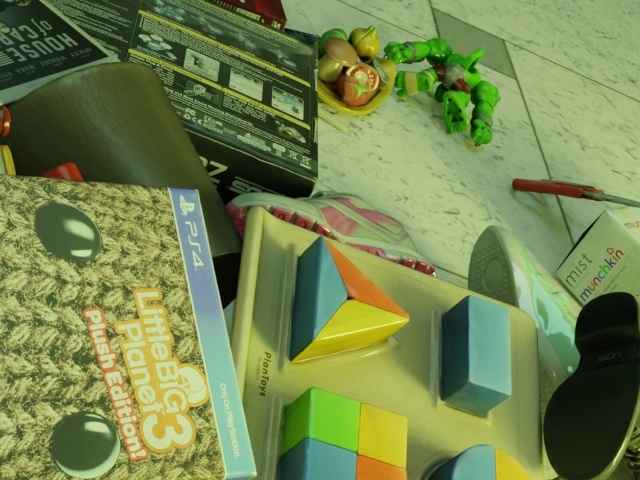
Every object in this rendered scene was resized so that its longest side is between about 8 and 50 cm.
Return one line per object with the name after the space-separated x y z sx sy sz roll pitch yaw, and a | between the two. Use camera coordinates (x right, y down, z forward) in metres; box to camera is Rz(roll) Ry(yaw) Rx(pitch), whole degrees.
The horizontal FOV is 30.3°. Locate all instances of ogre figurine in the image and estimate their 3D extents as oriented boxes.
0.193 -0.231 1.746 0.197 0.097 0.118 30 41 19 | ogre figurine

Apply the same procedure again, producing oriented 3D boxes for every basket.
-0.175 -0.030 1.099 0.204 0.154 0.227 -26 65 -29 | basket

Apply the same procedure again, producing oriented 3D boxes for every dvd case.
-0.337 -0.212 1.165 0.239 0.029 0.179 38 35 14 | dvd case

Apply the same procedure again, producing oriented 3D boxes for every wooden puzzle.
0.078 0.146 1.024 0.348 0.080 0.322 24 50 -24 | wooden puzzle

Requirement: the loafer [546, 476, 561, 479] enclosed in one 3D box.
0.251 0.294 1.089 0.062 0.061 0.170 -11 52 -50 | loafer

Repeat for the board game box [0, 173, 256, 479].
-0.221 0.085 0.834 0.291 0.141 0.232 2 64 -38 | board game box

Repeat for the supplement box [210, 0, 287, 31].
-0.173 -0.338 1.603 0.239 0.073 0.130 16 34 -25 | supplement box

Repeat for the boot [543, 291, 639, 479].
0.320 0.202 1.182 0.229 0.091 0.263 60 38 -27 | boot

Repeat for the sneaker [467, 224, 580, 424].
0.268 0.096 1.348 0.151 0.094 0.256 3 51 -29 | sneaker

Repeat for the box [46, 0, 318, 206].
-0.194 -0.195 1.363 0.395 0.097 0.318 20 36 -16 | box

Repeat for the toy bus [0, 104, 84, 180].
-0.315 -0.042 0.994 0.191 0.104 0.202 39 51 -13 | toy bus

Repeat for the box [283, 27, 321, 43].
-0.027 -0.275 1.689 0.083 0.018 0.067 6 40 -35 | box

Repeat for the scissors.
0.372 -0.063 1.586 0.109 0.021 0.297 4 5 -28 | scissors

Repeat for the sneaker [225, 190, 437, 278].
0.000 0.000 1.264 0.252 0.103 0.111 20 30 -32 | sneaker

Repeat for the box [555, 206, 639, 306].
0.478 0.068 1.542 0.262 0.127 0.231 -8 50 -44 | box

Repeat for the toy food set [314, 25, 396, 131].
0.042 -0.242 1.627 0.128 0.071 0.218 38 37 0 | toy food set
